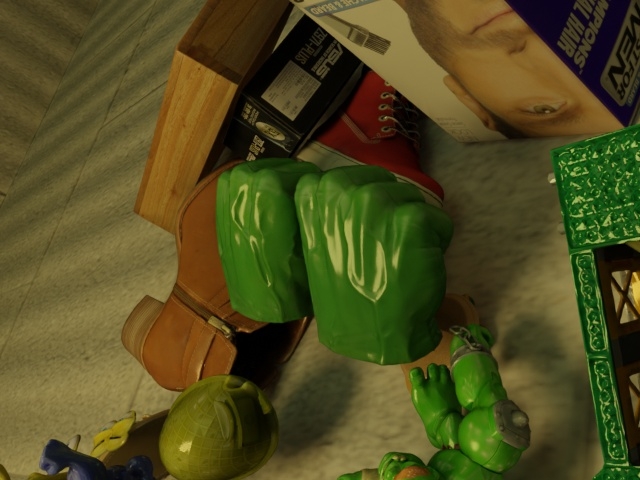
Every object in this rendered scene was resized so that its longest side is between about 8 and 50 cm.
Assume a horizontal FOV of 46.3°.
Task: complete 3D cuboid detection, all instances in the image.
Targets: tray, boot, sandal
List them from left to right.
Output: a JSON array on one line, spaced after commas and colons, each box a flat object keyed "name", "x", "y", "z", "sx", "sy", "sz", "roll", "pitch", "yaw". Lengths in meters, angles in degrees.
[{"name": "sandal", "x": -0.223, "y": 0.243, "z": 0.837, "sx": 0.240, "sy": 0.088, "sz": 0.079, "roll": -53, "pitch": 38, "yaw": 19}, {"name": "tray", "x": -0.132, "y": -0.173, "z": 0.910, "sx": 0.203, "sy": 0.076, "sz": 0.411, "roll": -64, "pitch": 7, "yaw": -26}, {"name": "boot", "x": -0.093, "y": 0.038, "z": 0.822, "sx": 0.220, "sy": 0.109, "sz": 0.283, "roll": 14, "pitch": 64, "yaw": 49}, {"name": "boot", "x": 0.077, "y": -0.119, "z": 0.734, "sx": 0.176, "sy": 0.088, "sz": 0.244, "roll": -55, "pitch": 28, "yaw": 4}]

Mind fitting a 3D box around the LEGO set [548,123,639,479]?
[{"name": "LEGO set", "x": 0.266, "y": 0.030, "z": 0.308, "sx": 0.331, "sy": 0.192, "sz": 0.255, "roll": -27, "pitch": 73, "yaw": 45}]

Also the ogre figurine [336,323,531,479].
[{"name": "ogre figurine", "x": 0.079, "y": 0.156, "z": 0.493, "sx": 0.197, "sy": 0.097, "sz": 0.118, "roll": -45, "pitch": 13, "yaw": -6}]

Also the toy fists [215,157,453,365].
[{"name": "toy fists", "x": 0.000, "y": 0.000, "z": 0.634, "sx": 0.279, "sy": 0.096, "sz": 0.142, "roll": 13, "pitch": 118, "yaw": 54}]

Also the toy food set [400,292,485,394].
[{"name": "toy food set", "x": 0.096, "y": 0.081, "z": 0.594, "sx": 0.082, "sy": 0.020, "sz": 0.083, "roll": -37, "pitch": 37, "yaw": 31}]

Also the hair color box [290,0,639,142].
[{"name": "hair color box", "x": 0.080, "y": -0.204, "z": 0.554, "sx": 0.185, "sy": 0.338, "sz": 0.110, "roll": 6, "pitch": 70, "yaw": 56}]

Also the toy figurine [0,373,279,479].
[{"name": "toy figurine", "x": -0.213, "y": 0.254, "z": 0.629, "sx": 0.362, "sy": 0.217, "sz": 0.191, "roll": -28, "pitch": 74, "yaw": 35}]

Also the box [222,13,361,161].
[{"name": "box", "x": -0.019, "y": -0.175, "z": 0.830, "sx": 0.180, "sy": 0.077, "sz": 0.147, "roll": -55, "pitch": 5, "yaw": -20}]
